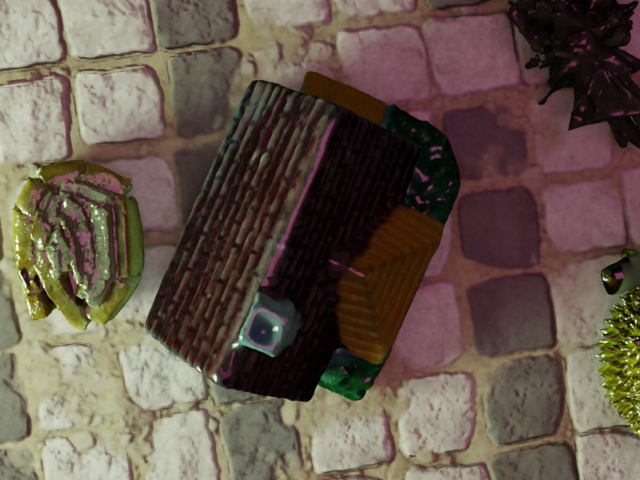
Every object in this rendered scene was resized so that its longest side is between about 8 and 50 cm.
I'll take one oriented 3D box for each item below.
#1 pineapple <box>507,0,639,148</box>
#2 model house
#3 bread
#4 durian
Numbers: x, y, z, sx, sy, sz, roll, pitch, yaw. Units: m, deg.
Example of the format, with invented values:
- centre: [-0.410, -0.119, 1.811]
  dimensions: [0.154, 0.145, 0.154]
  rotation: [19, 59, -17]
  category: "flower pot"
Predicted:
- centre: [0.229, -0.236, 1.681]
  dimensions: [0.169, 0.169, 0.341]
  rotation: [-13, 107, -3]
  category: "pineapple"
- centre: [0.000, 0.000, 1.616]
  dimensions: [0.230, 0.249, 0.281]
  rotation: [22, 91, -6]
  category: "model house"
- centre: [-0.221, 0.004, 1.692]
  dimensions: [0.117, 0.064, 0.156]
  rotation: [-9, 92, -2]
  category: "bread"
- centre: [0.333, 0.107, 1.697]
  dimensions: [0.146, 0.159, 0.198]
  rotation: [-11, 61, -13]
  category: "durian"
